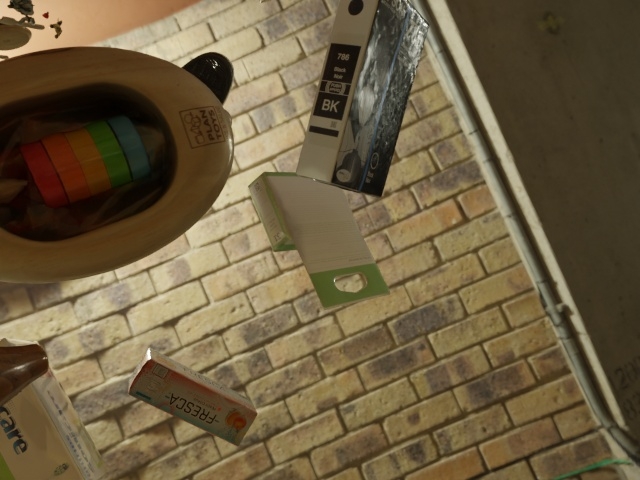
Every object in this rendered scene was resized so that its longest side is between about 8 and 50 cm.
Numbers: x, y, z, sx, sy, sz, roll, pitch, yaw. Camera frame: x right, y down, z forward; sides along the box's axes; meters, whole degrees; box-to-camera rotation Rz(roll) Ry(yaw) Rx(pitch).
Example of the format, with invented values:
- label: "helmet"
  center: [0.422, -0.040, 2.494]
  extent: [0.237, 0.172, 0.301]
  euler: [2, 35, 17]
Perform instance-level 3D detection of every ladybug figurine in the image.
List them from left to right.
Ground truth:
- label: "ladybug figurine"
  center: [-0.335, -0.106, 0.761]
  extent: [0.449, 0.305, 0.162]
  euler: [-21, 7, -27]

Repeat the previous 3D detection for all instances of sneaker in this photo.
- label: "sneaker"
  center: [-0.249, -0.270, 1.102]
  extent: [0.295, 0.124, 0.178]
  euler: [-45, 11, 29]

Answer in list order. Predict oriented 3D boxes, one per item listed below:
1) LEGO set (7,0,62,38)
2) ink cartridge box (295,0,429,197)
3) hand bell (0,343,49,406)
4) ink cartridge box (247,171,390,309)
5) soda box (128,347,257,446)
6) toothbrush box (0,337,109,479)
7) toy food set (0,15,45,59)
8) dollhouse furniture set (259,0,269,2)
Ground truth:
- label: "LEGO set"
  center: [-0.348, -0.280, 0.642]
  extent: [0.023, 0.054, 0.083]
  euler: [-32, -19, 30]
- label: "ink cartridge box"
  center: [0.070, -0.232, 0.730]
  extent: [0.065, 0.332, 0.165]
  euler: [16, 6, 30]
- label: "hand bell"
  center: [-0.230, 0.089, 0.215]
  extent: [0.126, 0.126, 0.242]
  euler: [-28, -5, 32]
- label: "ink cartridge box"
  center: [0.000, 0.000, 0.856]
  extent: [0.171, 0.235, 0.056]
  euler: [-6, -22, -47]
- label: "soda box"
  center: [-0.186, 0.229, 0.782]
  extent: [0.058, 0.183, 0.063]
  euler: [-58, 18, -6]
- label: "toothbrush box"
  center: [-0.434, 0.275, 0.618]
  extent: [0.283, 0.206, 0.122]
  euler: [-31, -5, -15]
- label: "toy food set"
  center: [-0.793, -0.516, 1.332]
  extent: [0.192, 0.038, 0.132]
  euler: [-18, 1, 29]
- label: "dollhouse furniture set"
  center: [-0.132, -0.605, 1.142]
  extent: [0.129, 0.183, 0.129]
  euler: [-20, 15, 37]
